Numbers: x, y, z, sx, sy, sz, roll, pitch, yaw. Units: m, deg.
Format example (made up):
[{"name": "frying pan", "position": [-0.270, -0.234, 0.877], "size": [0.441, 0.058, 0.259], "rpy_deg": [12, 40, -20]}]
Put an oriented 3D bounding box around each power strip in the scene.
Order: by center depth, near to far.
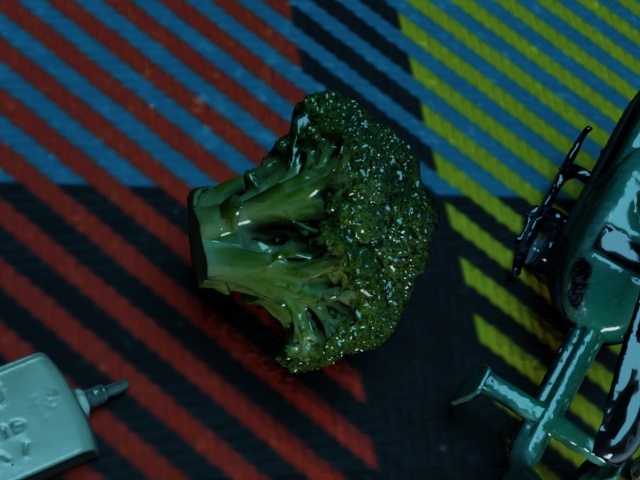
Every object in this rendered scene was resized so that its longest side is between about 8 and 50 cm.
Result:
[{"name": "power strip", "position": [-0.203, 0.115, 0.561], "size": [0.252, 0.027, 0.060], "rpy_deg": [-22, 68, -29]}]

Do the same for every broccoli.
[{"name": "broccoli", "position": [0.000, 0.000, 0.636], "size": [0.137, 0.146, 0.162], "rpy_deg": [-6, 55, -14]}]

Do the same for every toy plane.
[{"name": "toy plane", "position": [0.174, 0.017, 0.687], "size": [0.106, 0.155, 0.382], "rpy_deg": [32, 70, 2]}]

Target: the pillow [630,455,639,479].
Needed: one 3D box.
[{"name": "pillow", "position": [0.272, 0.078, 0.690], "size": [0.211, 0.135, 0.034], "rpy_deg": [-42, 101, -35]}]
